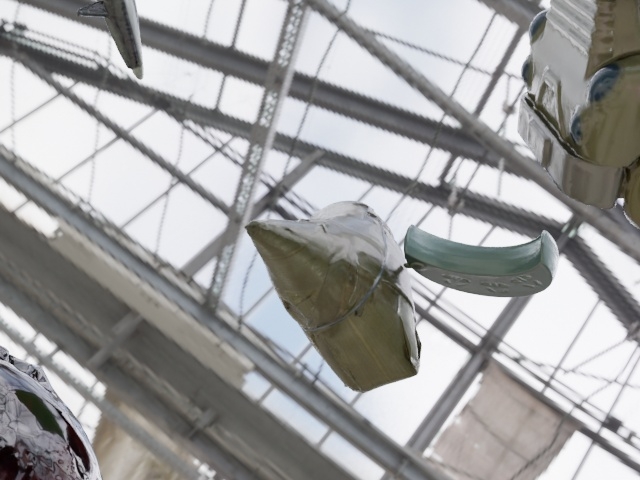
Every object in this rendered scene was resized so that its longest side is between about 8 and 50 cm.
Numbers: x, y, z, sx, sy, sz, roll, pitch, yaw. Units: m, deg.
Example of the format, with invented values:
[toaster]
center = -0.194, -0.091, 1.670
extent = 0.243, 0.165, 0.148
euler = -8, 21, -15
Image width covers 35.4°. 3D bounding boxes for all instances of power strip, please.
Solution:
[power strip]
center = 0.233, 0.033, 1.498
extent = 0.253, 0.054, 0.167
euler = 2, -27, 27

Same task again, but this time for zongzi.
[zongzi]
center = 0.000, 0.000, 1.566
extent = 0.174, 0.356, 0.393
euler = -31, -55, 17

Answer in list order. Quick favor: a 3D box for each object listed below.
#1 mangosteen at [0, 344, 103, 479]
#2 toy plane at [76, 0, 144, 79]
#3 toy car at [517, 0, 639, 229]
[mangosteen]
center = -0.410, 0.268, 0.901
extent = 0.381, 0.421, 0.381
euler = 48, -3, 3
[toy plane]
center = -0.172, -0.231, 0.711
extent = 0.160, 0.082, 0.234
euler = -7, -90, 42
[toy car]
center = 0.348, -0.145, 0.824
extent = 0.336, 0.242, 0.226
euler = -1, -66, -3
